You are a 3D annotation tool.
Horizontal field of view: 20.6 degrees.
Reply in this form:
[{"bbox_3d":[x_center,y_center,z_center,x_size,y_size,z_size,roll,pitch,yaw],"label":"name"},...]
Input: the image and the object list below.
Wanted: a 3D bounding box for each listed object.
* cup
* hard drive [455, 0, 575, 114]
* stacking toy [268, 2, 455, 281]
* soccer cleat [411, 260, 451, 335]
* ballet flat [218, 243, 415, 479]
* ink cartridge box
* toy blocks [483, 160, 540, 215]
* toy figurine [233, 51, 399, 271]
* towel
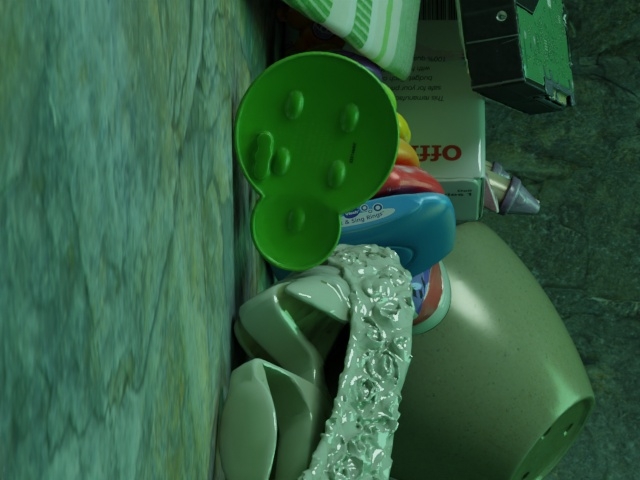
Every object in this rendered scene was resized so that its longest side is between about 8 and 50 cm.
[{"bbox_3d":[0.184,0.178,2.105,0.331,0.237,0.331,-41,156,-23],"label":"cup"},{"bbox_3d":[0.185,-0.304,1.762,0.237,0.064,0.338,3,79,-69],"label":"hard drive"},{"bbox_3d":[0.015,-0.115,1.652,0.166,0.175,0.301,74,5,-69],"label":"stacking toy"},{"bbox_3d":[0.049,-0.052,1.888,0.116,0.109,0.318,44,23,-60],"label":"soccer cleat"},{"bbox_3d":[-0.009,0.111,1.336,0.409,0.147,0.147,-85,174,-52],"label":"ballet flat"},{"bbox_3d":[0.066,-0.163,1.805,0.117,0.201,0.278,80,11,-68],"label":"ink cartridge box"},{"bbox_3d":[0.177,-0.104,2.278,0.288,0.260,0.309,-63,178,-80],"label":"toy blocks"},{"bbox_3d":[-0.014,-0.066,1.444,0.159,0.130,0.173,-143,-115,-83],"label":"toy figurine"},{"bbox_3d":[0.023,-0.298,1.544,0.325,0.038,0.247,21,74,-65],"label":"towel"}]
